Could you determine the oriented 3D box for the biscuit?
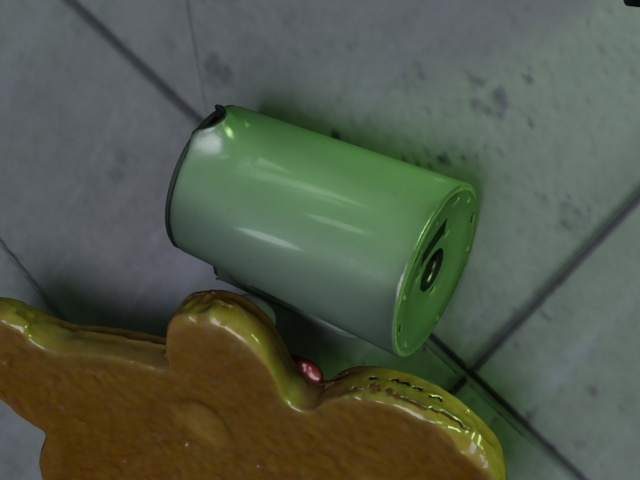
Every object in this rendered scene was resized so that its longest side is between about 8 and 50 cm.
[{"bbox_3d":[-0.044,0.113,0.938,0.340,0.047,0.216,-2,127,33],"label":"biscuit"}]

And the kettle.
[{"bbox_3d":[0.002,-0.006,0.872,0.148,0.127,0.098,22,86,21],"label":"kettle"}]

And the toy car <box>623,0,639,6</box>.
[{"bbox_3d":[0.113,-0.168,0.725,0.112,0.139,0.112,6,93,0],"label":"toy car"}]
